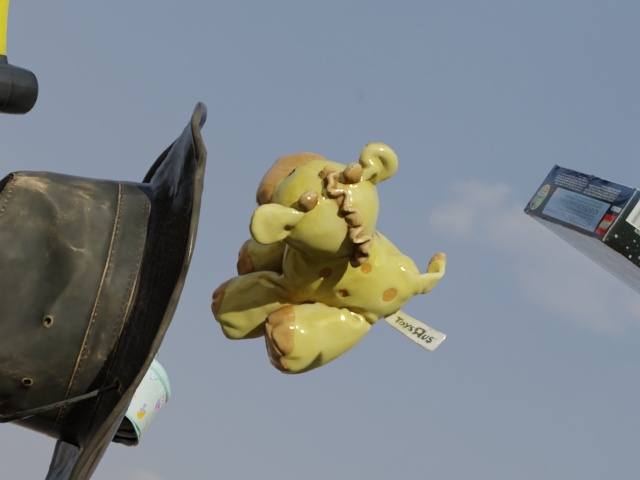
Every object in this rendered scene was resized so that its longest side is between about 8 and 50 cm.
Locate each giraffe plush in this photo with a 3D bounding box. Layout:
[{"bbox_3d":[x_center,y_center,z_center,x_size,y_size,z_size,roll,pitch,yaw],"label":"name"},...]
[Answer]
[{"bbox_3d":[0.000,0.000,1.682,0.210,0.181,0.170,12,-39,31],"label":"giraffe plush"}]

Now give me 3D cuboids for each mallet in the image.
[{"bbox_3d":[-0.235,-0.187,1.508,0.039,0.189,0.062,-1,-14,43],"label":"mallet"}]

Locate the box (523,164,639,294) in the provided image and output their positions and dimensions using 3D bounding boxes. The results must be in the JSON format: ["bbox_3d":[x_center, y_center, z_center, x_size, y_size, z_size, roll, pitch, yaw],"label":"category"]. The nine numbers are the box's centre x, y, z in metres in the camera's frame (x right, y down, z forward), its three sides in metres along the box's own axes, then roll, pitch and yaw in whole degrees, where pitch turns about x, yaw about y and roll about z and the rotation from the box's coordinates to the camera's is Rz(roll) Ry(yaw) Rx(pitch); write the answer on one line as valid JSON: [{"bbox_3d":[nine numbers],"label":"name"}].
[{"bbox_3d":[0.268,0.035,1.396,0.233,0.044,0.159,34,-2,-15],"label":"box"}]

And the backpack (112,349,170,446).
[{"bbox_3d":[-0.263,0.150,2.338,0.188,0.144,0.166,35,-23,14],"label":"backpack"}]

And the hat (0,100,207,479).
[{"bbox_3d":[-0.190,0.035,1.406,0.134,0.331,0.331,21,-23,-11],"label":"hat"}]
